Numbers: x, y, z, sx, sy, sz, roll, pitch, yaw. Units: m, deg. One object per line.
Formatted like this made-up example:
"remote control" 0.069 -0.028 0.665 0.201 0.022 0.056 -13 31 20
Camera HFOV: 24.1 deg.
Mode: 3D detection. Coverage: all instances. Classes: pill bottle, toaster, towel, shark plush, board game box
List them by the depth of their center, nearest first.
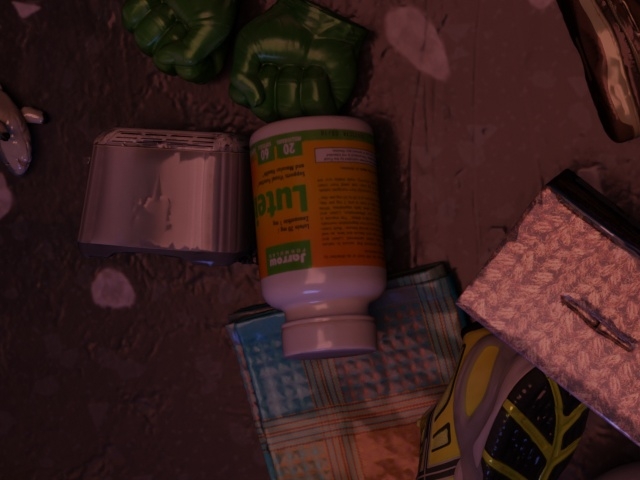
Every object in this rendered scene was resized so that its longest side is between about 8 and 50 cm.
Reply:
"board game box" 0.284 0.059 1.487 0.232 0.291 0.141 38 103 8
"pill bottle" 0.000 0.000 1.601 0.136 0.136 0.246 -8 80 14
"toaster" -0.159 -0.050 1.665 0.226 0.129 0.147 4 94 14
"towel" 0.064 0.229 1.687 0.271 0.040 0.370 -15 92 15
"shark plush" -0.397 -0.146 1.752 0.161 0.073 0.067 37 133 3

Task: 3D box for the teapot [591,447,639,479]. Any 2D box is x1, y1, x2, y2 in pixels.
"teapot" 0.334 0.326 1.566 0.256 0.187 0.253 -24 110 -11

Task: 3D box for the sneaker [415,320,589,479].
"sneaker" 0.163 0.259 1.597 0.147 0.145 0.385 52 128 48

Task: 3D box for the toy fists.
"toy fists" -0.090 -0.220 1.648 0.279 0.096 0.142 26 102 8

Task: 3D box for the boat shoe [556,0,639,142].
"boat shoe" 0.308 -0.236 1.563 0.095 0.095 0.258 -20 97 1
